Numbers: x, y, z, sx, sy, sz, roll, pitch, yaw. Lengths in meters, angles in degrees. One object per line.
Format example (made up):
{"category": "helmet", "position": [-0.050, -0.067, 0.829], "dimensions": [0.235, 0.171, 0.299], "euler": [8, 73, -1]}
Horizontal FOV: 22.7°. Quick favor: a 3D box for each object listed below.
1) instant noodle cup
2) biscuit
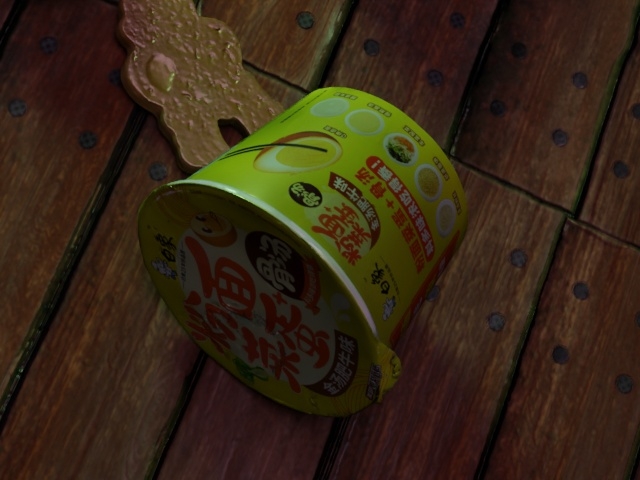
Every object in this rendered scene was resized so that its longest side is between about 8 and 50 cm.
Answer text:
{"category": "instant noodle cup", "position": [0.000, 0.000, 1.635], "dimensions": [0.311, 0.311, 0.221], "euler": [43, 58, 1]}
{"category": "biscuit", "position": [-0.144, -0.182, 1.779], "dimensions": [0.144, 0.040, 0.236], "euler": [-29, 81, -29]}
